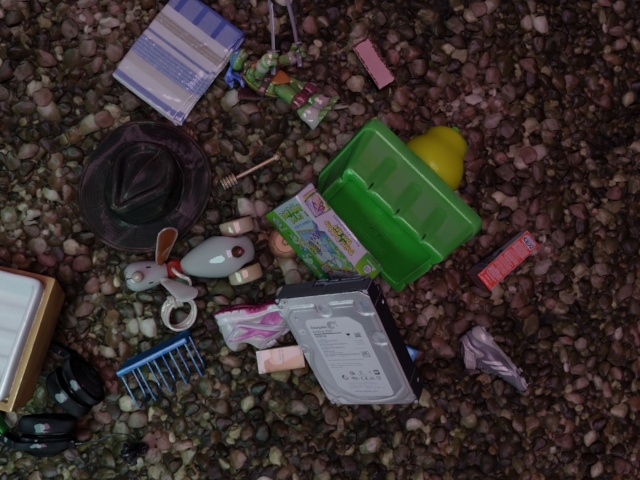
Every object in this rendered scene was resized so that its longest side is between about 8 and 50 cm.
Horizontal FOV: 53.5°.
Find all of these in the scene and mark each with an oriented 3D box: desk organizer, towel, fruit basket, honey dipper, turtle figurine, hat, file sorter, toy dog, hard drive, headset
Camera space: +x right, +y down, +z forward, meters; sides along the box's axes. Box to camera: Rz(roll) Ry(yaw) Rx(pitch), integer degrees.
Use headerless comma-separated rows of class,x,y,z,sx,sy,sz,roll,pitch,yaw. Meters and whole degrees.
desk organizer,0.130,-0.438,1.586,0.050,0.047,0.130,-34,93,-3
towel,-0.342,-0.446,1.544,0.209,0.034,0.285,36,84,-2
fruit basket,0.204,-0.119,1.522,0.391,0.283,0.392,21,48,-26
honey dipper,-0.170,-0.172,1.561,0.160,0.030,0.031,-27,92,-9
turtle figurine,-0.065,-0.411,1.492,0.266,0.198,0.275,38,89,-8
hat,-0.417,-0.130,1.483,0.331,0.134,0.332,0,90,-7
file sorter,-0.367,0.300,1.491,0.170,0.118,0.105,-27,96,-6
toy dog,-0.285,0.057,1.478,0.333,0.161,0.220,-36,93,-5
hard drive,0.068,0.236,1.437,0.236,0.064,0.339,-8,121,30
headset,-0.586,0.395,1.478,0.394,0.185,0.244,29,83,10

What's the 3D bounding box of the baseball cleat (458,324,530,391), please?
baseball cleat,0.428,0.312,1.605,0.109,0.072,0.206,-38,88,9

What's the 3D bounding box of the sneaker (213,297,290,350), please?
sneaker,-0.124,0.202,1.531,0.252,0.103,0.111,-8,94,0

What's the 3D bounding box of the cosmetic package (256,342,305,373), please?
cosmetic package,-0.098,0.288,1.554,0.115,0.041,0.060,-9,90,-6

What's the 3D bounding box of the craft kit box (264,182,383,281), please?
craft kit box,0.000,0.000,1.454,0.061,0.250,0.247,-40,96,-20

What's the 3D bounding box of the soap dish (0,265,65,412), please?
soap dish,-0.706,0.208,1.404,0.228,0.118,0.291,9,77,18

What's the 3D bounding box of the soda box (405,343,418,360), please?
soda box,0.127,0.255,1.566,0.210,0.067,0.071,26,87,-6

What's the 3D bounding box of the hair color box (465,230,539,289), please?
hair color box,0.452,0.048,1.589,0.167,0.093,0.053,-40,93,-6

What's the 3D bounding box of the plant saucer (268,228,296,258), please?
plant saucer,-0.087,0.003,1.573,0.083,0.015,0.084,0,89,-6
